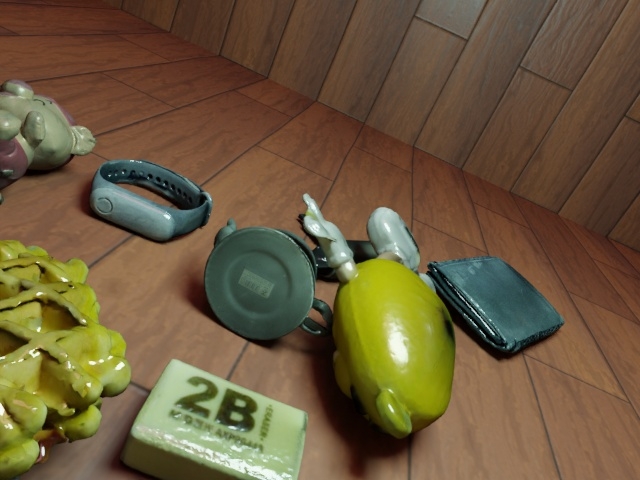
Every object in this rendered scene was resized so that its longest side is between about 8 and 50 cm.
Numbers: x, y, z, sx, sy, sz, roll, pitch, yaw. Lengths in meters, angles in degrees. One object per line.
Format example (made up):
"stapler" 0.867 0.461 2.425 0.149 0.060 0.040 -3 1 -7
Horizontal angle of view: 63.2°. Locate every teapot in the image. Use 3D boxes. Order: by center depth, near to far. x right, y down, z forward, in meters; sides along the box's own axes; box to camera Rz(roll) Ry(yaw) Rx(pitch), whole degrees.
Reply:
"teapot" -0.067 0.057 0.791 0.239 0.162 0.149 42 13 1

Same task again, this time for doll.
"doll" 0.105 0.094 0.795 0.423 0.161 0.348 9 52 -63
"doll" -0.497 -0.173 0.825 0.196 0.152 0.256 36 19 -8

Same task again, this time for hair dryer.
"hair dryer" 0.000 0.000 1.066 0.195 0.078 0.248 4 22 -38

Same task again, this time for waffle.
"waffle" -0.363 0.077 0.425 0.382 0.095 0.379 4 18 -34

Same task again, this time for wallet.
"wallet" 0.387 0.134 1.143 0.342 0.075 0.237 -2 42 -49

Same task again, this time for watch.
"watch" -0.297 -0.077 0.924 0.206 0.068 0.193 21 25 -5

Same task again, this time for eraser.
"eraser" -0.103 0.204 0.546 0.172 0.058 0.117 24 25 -4

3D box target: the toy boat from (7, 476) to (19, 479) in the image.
"toy boat" -0.268 0.230 0.303 0.293 0.111 0.276 23 21 32
